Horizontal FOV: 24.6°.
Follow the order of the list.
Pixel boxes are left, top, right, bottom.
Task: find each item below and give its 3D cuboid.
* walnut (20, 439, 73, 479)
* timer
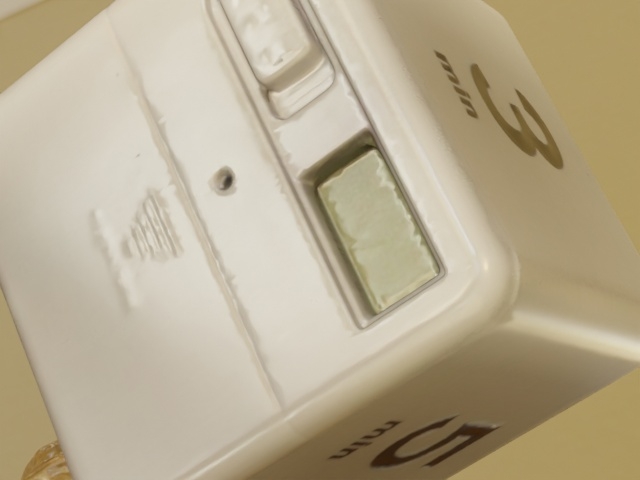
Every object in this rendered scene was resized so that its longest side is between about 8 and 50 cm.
[{"bbox_3d":[-0.143,0.165,0.901,0.096,0.082,0.079,30,19,-30],"label":"walnut"},{"bbox_3d":[0.000,0.000,0.615,0.195,0.194,0.192,16,44,-60],"label":"timer"}]
